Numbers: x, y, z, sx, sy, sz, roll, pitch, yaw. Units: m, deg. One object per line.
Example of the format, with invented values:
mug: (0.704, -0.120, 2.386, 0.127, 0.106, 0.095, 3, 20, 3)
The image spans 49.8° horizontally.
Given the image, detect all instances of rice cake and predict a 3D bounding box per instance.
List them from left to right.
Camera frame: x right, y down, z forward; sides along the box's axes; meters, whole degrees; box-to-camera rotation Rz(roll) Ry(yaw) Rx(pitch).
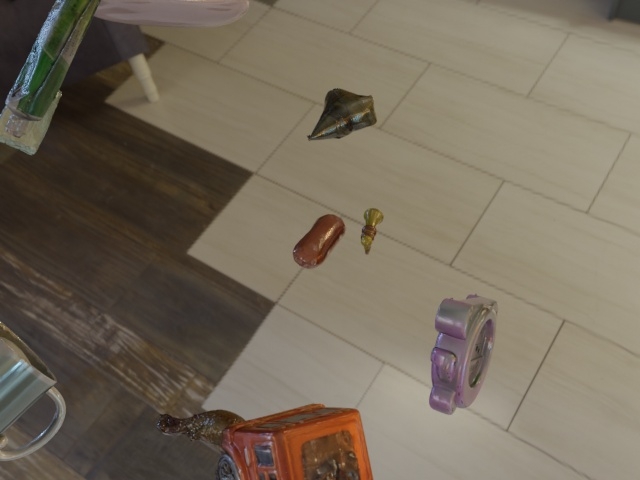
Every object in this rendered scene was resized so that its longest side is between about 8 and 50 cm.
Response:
rice cake: (-0.742, -0.325, 1.747, 0.038, 0.124, 0.211, -24, 51, 43)

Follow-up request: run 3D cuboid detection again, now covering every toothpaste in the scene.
toothpaste: (-0.342, -0.246, 0.882, 0.078, 0.047, 0.248, 32, 96, 30)

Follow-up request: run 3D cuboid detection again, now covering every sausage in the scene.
sausage: (0.000, 0.000, 1.602, 0.077, 0.077, 0.194, 16, 38, 18)

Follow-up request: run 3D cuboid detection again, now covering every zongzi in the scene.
zongzi: (0.023, -0.372, 2.088, 0.242, 0.112, 0.221, -28, 31, -16)

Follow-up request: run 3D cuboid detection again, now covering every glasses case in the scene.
glasses case: (-0.271, -0.431, 1.236, 0.297, 0.113, 0.075, -8, 85, -31)

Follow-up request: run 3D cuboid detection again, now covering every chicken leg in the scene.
chicken leg: (-0.199, 0.456, 1.483, 0.322, 0.083, 0.177, 46, 109, -1)

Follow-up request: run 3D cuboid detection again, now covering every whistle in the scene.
whistle: (0.104, -0.015, 1.516, 0.046, 0.057, 0.109, 27, 46, -8)

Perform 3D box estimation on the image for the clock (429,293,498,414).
clock: (0.313, 0.246, 1.515, 0.090, 0.227, 0.247, 14, 96, 31)

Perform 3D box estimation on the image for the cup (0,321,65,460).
cup: (-0.741, 0.353, 1.513, 0.274, 0.356, 0.259, -45, 30, -16)

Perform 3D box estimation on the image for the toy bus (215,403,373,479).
toy bus: (-0.003, 0.353, 0.744, 0.143, 0.153, 0.329, -5, 81, -33)
